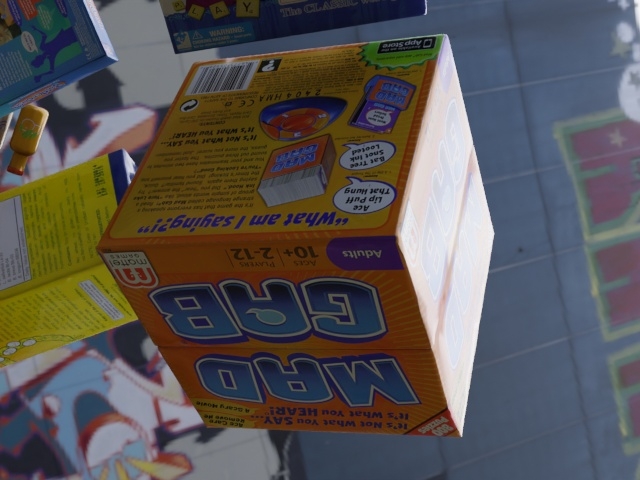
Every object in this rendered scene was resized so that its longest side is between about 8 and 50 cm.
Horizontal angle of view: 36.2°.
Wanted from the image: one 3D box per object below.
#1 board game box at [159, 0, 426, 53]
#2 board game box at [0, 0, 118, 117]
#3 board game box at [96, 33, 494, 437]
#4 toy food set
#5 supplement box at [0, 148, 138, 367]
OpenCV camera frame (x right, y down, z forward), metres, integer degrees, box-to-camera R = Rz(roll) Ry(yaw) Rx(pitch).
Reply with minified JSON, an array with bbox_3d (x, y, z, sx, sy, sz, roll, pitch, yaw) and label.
[{"bbox_3d":[-0.049,-0.377,1.102,0.318,0.318,0.066,77,5,-46],"label":"board game box"},{"bbox_3d":[-0.378,-0.252,1.208,0.047,0.210,0.160,-5,72,-82],"label":"board game box"},{"bbox_3d":[0.000,0.000,1.255,0.356,0.356,0.356,-72,151,-42],"label":"board game box"},{"bbox_3d":[-0.524,-0.177,1.402,0.111,0.232,0.104,23,-85,53],"label":"toy food set"},{"bbox_3d":[-0.420,0.037,1.533,0.195,0.356,0.194,65,7,-58],"label":"supplement box"}]
